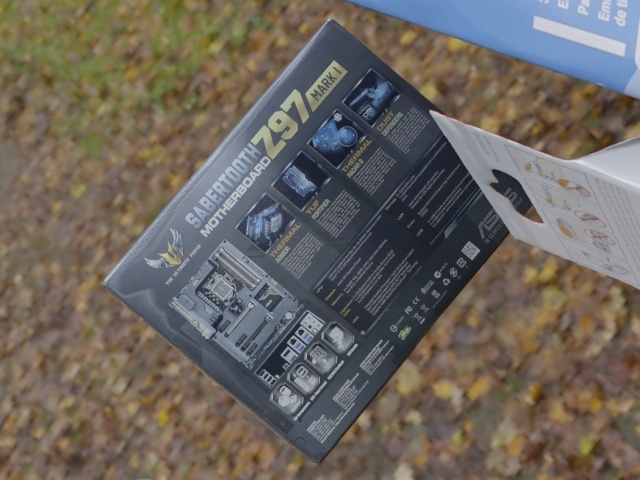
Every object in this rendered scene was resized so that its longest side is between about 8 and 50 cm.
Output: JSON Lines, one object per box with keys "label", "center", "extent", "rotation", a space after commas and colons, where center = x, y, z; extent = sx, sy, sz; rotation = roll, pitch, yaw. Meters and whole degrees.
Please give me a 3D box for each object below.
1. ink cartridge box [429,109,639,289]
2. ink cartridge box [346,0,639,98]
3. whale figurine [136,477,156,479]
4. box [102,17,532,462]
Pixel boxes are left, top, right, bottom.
{"label": "ink cartridge box", "center": [0.189, -0.010, 0.713], "extent": [0.232, 0.189, 0.066], "rotation": [30, 83, 28]}
{"label": "ink cartridge box", "center": [0.126, -0.191, 0.686], "extent": [0.395, 0.270, 0.151], "rotation": [28, 122, 38]}
{"label": "whale figurine", "center": [-0.147, 0.262, 0.847], "extent": [0.272, 0.216, 0.141], "rotation": [-43, 10, -35]}
{"label": "box", "center": [0.000, 0.000, 0.933], "extent": [0.232, 0.183, 0.059], "rotation": [-51, 2, -8]}
